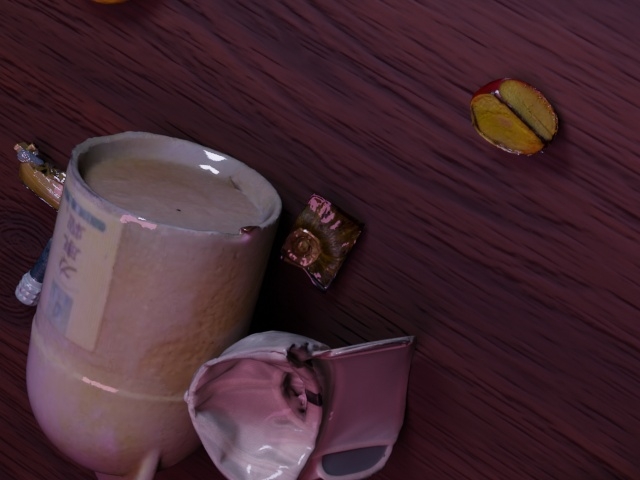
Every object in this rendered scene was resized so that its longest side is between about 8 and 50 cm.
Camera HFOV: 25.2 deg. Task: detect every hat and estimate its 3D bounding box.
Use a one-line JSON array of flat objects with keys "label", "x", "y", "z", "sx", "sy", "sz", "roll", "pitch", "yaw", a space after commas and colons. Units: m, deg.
[{"label": "hat", "x": -0.011, "y": 0.153, "z": 1.526, "sx": 0.164, "sy": 0.226, "sz": 0.219, "roll": 29, "pitch": 129, "yaw": 30}]

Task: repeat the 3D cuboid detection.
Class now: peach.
[{"label": "peach", "x": 0.195, "y": -0.125, "z": 1.411, "sx": 0.083, "sy": 0.050, "sz": 0.077, "roll": 20, "pitch": 139, "yaw": 30}]

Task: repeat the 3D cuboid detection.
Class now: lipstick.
[{"label": "lipstick", "x": -0.334, "y": 0.029, "z": 1.752, "sx": 0.037, "sy": 0.037, "sz": 0.116, "roll": 41, "pitch": 116, "yaw": 10}]

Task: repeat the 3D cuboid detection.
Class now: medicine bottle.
[{"label": "medicine bottle", "x": -0.202, "y": 0.109, "z": 1.591, "sx": 0.236, "sy": 0.236, "sz": 0.406, "roll": 25, "pitch": 116, "yaw": 18}]

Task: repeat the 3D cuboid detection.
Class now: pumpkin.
[{"label": "pumpkin", "x": 0.002, "y": -0.001, "z": 1.568, "sx": 0.073, "sy": 0.035, "sz": 0.101, "roll": 34, "pitch": 117, "yaw": 0}]

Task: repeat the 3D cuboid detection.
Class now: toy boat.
[{"label": "toy boat", "x": -0.305, "y": -0.065, "z": 1.697, "sx": 0.149, "sy": 0.047, "sz": 0.049, "roll": 37, "pitch": 106, "yaw": 9}]

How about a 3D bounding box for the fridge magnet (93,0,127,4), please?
[{"label": "fridge magnet", "x": -0.235, "y": -0.329, "z": 1.559, "sx": 0.143, "sy": 0.063, "sz": 0.143, "roll": 10, "pitch": 113, "yaw": 25}]
